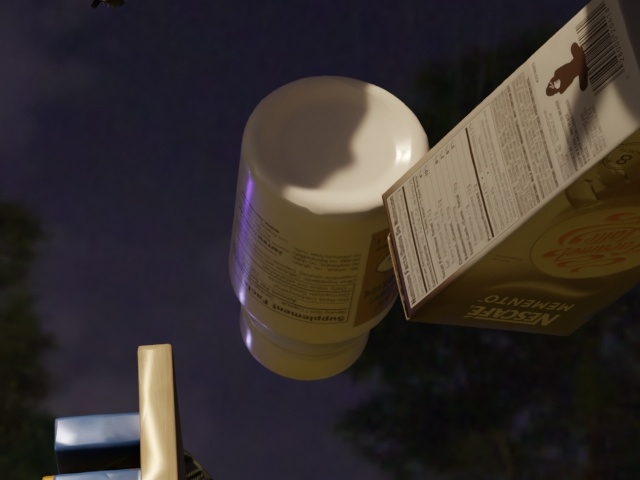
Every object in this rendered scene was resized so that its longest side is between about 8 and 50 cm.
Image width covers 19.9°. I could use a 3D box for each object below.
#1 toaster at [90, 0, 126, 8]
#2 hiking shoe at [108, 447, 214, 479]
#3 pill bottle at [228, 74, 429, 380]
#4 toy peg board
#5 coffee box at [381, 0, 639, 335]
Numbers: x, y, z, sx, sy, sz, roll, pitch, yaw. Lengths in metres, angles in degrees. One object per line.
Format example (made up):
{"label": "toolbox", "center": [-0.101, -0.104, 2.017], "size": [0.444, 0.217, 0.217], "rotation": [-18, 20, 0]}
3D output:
{"label": "toaster", "center": [-0.202, -0.264, 1.325], "size": [0.185, 0.110, 0.168], "rotation": [36, -1, 37]}
{"label": "hiking shoe", "center": [-0.105, 0.238, 1.533], "size": [0.227, 0.086, 0.114], "rotation": [31, 6, -34]}
{"label": "pill bottle", "center": [0.000, 0.000, 1.329], "size": [0.131, 0.131, 0.229], "rotation": [10, -37, 0]}
{"label": "toy peg board", "center": [-0.089, 0.155, 0.726], "size": [0.079, 0.161, 0.161], "rotation": [-5, -48, -3]}
{"label": "coffee box", "center": [0.166, -0.041, 1.125], "size": [0.141, 0.098, 0.246], "rotation": [7, -33, -32]}
